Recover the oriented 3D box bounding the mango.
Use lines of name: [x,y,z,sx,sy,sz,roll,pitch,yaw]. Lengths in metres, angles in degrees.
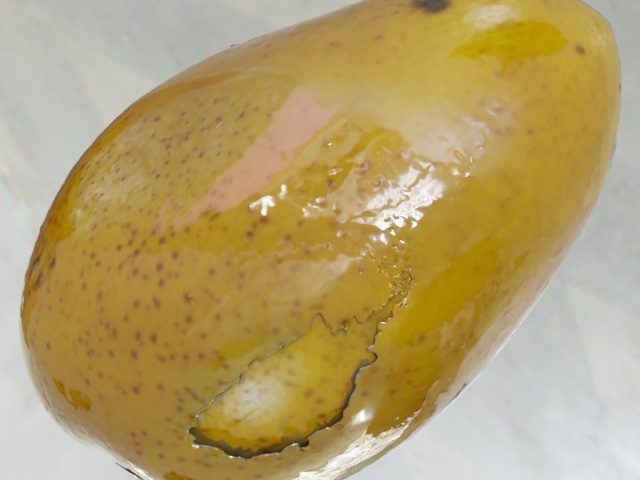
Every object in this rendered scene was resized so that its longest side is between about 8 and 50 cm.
mango: [0.000,0.000,0.594,0.160,0.290,0.191,45,-163,-29]
